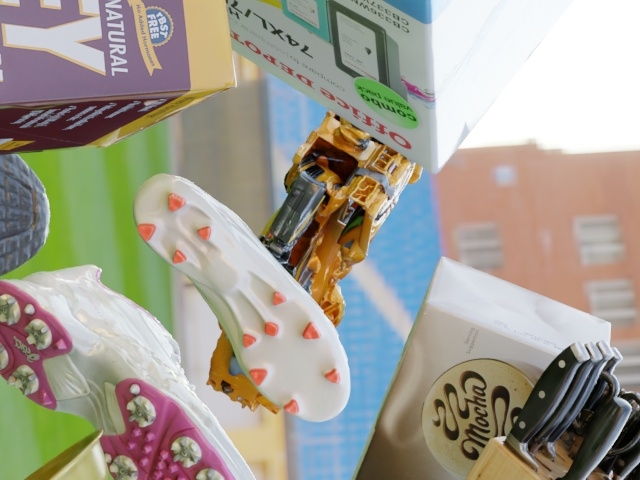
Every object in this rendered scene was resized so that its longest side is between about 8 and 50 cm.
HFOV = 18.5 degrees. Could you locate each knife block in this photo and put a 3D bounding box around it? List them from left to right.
[{"bbox_3d":[0.158,0.211,1.539,0.088,0.275,0.242,42,-21,33],"label":"knife block"}]

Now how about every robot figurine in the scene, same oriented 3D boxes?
[{"bbox_3d":[0.000,0.000,1.522,0.211,0.085,0.291,-55,174,-41],"label":"robot figurine"}]

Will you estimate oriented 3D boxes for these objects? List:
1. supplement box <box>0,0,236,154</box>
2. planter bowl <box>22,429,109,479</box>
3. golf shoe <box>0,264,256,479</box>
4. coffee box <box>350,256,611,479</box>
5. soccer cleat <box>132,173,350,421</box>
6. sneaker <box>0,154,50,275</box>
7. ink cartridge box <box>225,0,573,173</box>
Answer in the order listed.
[{"bbox_3d":[-0.167,-0.111,0.899,0.191,0.194,0.129,167,-83,-67],"label":"supplement box"},{"bbox_3d":[-0.219,0.239,1.425,0.090,0.217,0.217,53,-1,-2],"label":"planter bowl"},{"bbox_3d":[-0.147,0.125,1.662,0.140,0.306,0.115,-30,158,-52],"label":"golf shoe"},{"bbox_3d":[0.126,0.189,1.757,0.119,0.168,0.297,-64,175,-67],"label":"coffee box"},{"bbox_3d":[-0.046,0.032,1.277,0.196,0.068,0.076,50,13,-9],"label":"soccer cleat"},{"bbox_3d":[-0.439,-0.035,1.681,0.182,0.410,0.158,169,-76,-79],"label":"sneaker"},{"bbox_3d":[0.048,-0.215,1.237,0.197,0.198,0.270,-52,162,-16],"label":"ink cartridge box"}]
